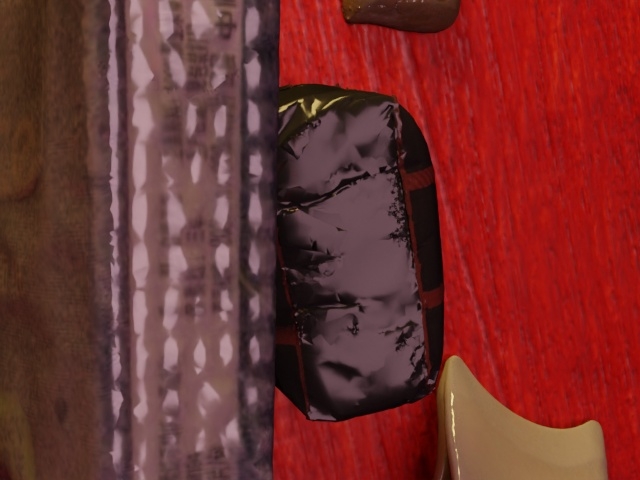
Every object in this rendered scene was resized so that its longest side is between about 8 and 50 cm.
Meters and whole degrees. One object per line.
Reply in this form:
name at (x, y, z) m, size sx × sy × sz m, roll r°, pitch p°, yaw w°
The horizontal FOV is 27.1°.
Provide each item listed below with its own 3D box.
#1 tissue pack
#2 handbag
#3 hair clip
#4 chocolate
tissue pack at (-0.138, -0.025, 0.776) m, size 0.124 × 0.288 × 0.394 m, roll -2°, pitch 95°, yaw -35°
handbag at (0.000, 0.000, 0.912) m, size 0.155 × 0.169 × 0.215 m, roll -9°, pitch 99°, yaw -9°
hair clip at (0.137, 0.253, 1.029) m, size 0.173 × 0.113 × 0.282 m, roll 27°, pitch 82°, yaw -25°
chocolate at (0.065, -0.193, 1.004) m, size 0.101 × 0.031 × 0.064 m, roll 3°, pitch 88°, yaw -24°
